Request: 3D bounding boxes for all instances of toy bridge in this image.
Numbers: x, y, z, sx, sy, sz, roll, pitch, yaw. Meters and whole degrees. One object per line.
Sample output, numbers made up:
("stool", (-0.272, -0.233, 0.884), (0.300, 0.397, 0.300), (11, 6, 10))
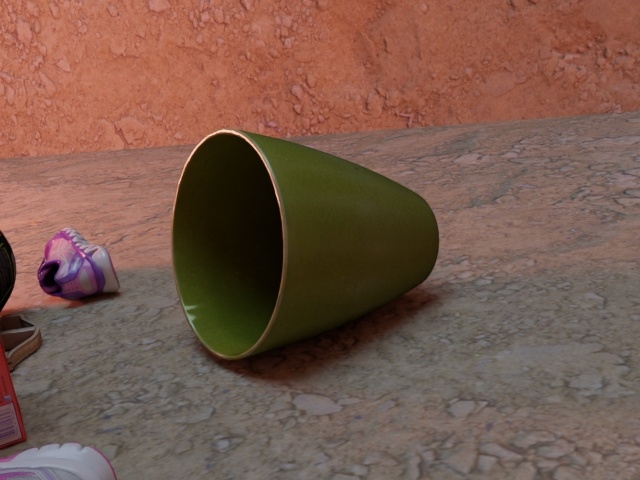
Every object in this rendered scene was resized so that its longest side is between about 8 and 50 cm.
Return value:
("toy bridge", (-0.427, 0.138, 1.192), (0.063, 0.026, 0.188), (-9, 15, -11))

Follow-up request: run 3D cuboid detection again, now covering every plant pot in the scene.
("plant pot", (0.000, 0.000, 1.091), (0.293, 0.275, 0.275), (-2, 9, -36))

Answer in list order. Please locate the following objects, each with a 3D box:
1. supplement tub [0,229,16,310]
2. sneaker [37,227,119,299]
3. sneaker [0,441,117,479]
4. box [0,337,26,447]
("supplement tub", (-0.550, 0.064, 1.211), (0.193, 0.193, 0.316), (-10, 15, -6))
("sneaker", (-0.428, 0.045, 1.412), (0.104, 0.095, 0.236), (-26, 23, -28))
("sneaker", (-0.294, 0.228, 0.669), (0.252, 0.103, 0.111), (-9, 14, -1))
("box", (-0.430, 0.081, 0.892), (0.154, 0.300, 0.142), (-18, 20, -25))
